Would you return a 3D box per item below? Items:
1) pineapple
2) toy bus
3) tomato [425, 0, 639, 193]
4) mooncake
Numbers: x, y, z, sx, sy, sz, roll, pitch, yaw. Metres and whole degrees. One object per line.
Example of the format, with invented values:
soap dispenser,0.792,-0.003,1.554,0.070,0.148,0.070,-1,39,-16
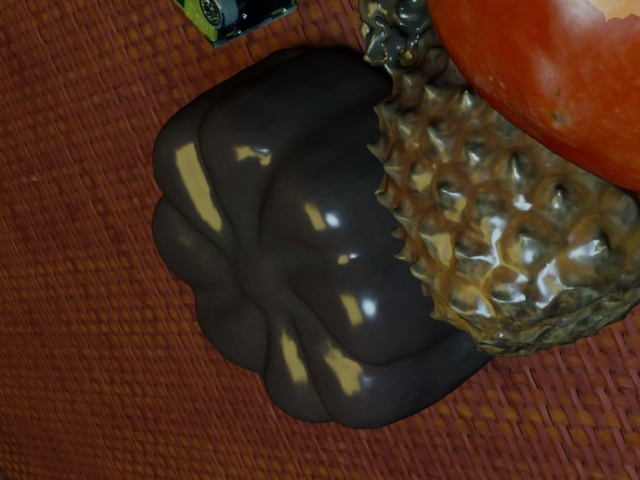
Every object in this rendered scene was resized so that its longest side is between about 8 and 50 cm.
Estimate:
pineapple,0.090,-0.105,1.106,0.361,0.175,0.175,70,155,16
toy bus,-0.064,-0.237,1.291,0.101,0.088,0.175,48,151,26
tomato,0.151,-0.117,0.735,0.232,0.188,0.232,30,168,7
mooncake,0.000,0.000,1.341,0.306,0.154,0.306,36,141,36
